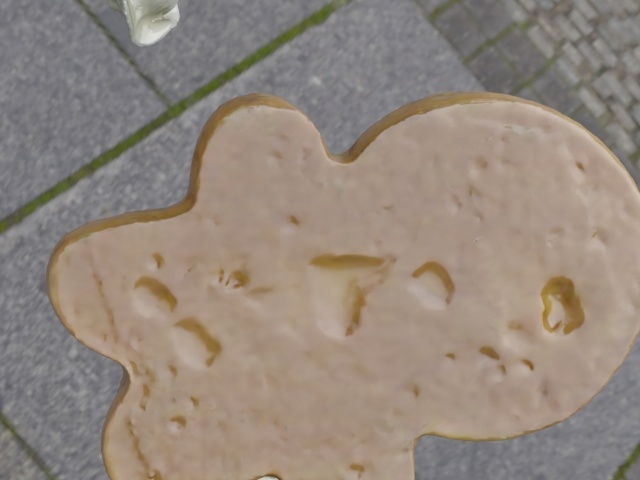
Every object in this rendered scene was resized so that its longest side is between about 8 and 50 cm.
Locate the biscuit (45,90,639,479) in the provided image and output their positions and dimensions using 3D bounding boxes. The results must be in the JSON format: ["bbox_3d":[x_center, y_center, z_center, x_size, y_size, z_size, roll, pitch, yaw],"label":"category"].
[{"bbox_3d":[0.023,0.035,0.808,0.355,0.052,0.275,-20,101,-1],"label":"biscuit"}]

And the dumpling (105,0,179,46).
[{"bbox_3d":[-0.212,-0.297,1.609,0.100,0.169,0.134,-1,68,-1],"label":"dumpling"}]

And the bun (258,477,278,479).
[{"bbox_3d":[-0.116,0.296,1.357,0.231,0.231,0.133,62,17,11],"label":"bun"}]
